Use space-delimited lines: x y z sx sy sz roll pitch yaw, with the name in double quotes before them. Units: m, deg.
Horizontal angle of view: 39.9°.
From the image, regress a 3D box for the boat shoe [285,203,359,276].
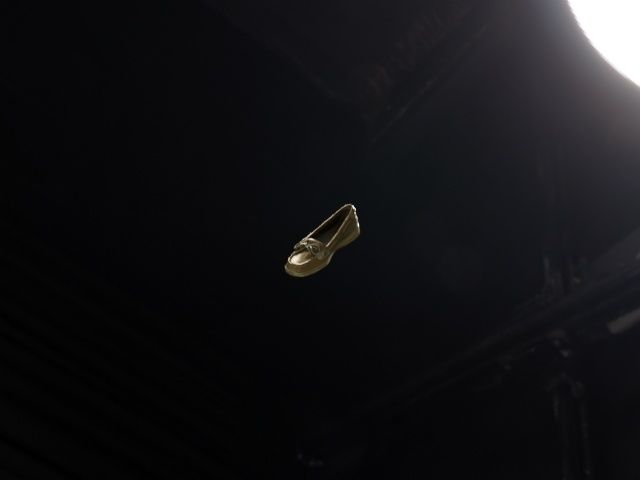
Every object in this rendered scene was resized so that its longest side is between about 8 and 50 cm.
"boat shoe" 0.002 0.000 1.323 0.056 0.048 0.153 24 -133 38
